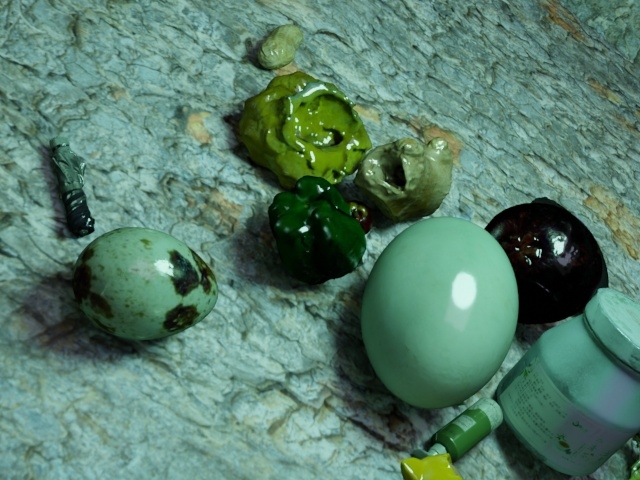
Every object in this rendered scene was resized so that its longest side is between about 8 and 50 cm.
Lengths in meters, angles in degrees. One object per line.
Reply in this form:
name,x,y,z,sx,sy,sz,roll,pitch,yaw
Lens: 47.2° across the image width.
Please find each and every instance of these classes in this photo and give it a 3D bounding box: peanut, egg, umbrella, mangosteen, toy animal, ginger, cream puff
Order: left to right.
umbrella,-0.410,-0.090,1.214,0.050,0.046,0.188,11,48,-51
egg,-0.260,0.068,1.112,0.231,0.169,0.169,16,49,-41
peanut,-0.087,-0.442,1.674,0.080,0.080,0.174,36,43,-7
cream puff,-0.019,-0.234,1.490,0.282,0.185,0.282,20,46,-22
mangosteen,0.069,-0.043,1.482,0.081,0.081,0.081,18,50,-23
ginger,0.187,-0.138,1.534,0.221,0.276,0.130,-39,65,-4
egg,0.213,0.121,1.318,0.276,0.276,0.389,30,46,-13
toy animal,0.194,0.458,1.153,0.156,0.156,0.230,9,52,-30
mangosteen,0.465,0.063,1.570,0.287,0.287,0.233,34,55,-8

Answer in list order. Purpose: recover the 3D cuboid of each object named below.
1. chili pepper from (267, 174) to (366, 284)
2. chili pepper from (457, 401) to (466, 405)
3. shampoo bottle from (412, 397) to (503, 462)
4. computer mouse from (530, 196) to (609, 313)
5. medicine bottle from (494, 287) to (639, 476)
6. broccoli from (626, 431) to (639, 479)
chili pepper,0.000,0.000,1.351,0.165,0.261,0.174,-37,61,-5
chili pepper,0.242,0.287,1.396,0.083,0.022,0.027,47,46,10
shampoo bottle,0.251,0.353,1.329,0.204,0.065,0.065,-21,72,-42
computer mouse,0.605,0.024,1.779,0.183,0.116,0.323,8,54,-36
medicine bottle,0.507,0.256,1.372,0.245,0.290,0.245,23,29,-14
broccoli,0.625,0.473,1.421,0.361,0.221,0.252,13,88,-26
